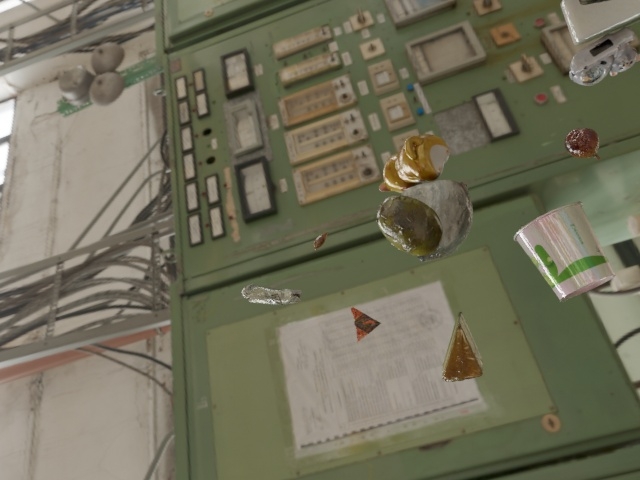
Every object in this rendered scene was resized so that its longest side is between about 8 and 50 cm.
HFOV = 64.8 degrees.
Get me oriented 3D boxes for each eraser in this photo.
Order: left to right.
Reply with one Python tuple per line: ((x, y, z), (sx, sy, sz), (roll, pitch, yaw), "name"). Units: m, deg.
((0.855, -0.667, 1.323), (0.331, 0.331, 0.150), (-42, -70, -82), "eraser")

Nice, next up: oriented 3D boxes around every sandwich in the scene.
((0.352, 0.287, 1.349), (0.163, 0.113, 0.079), (64, -156, -13), "sandwich")

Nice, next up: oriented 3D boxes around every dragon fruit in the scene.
((0.396, -0.059, 1.652), (0.283, 0.203, 0.221), (32, -129, -60), "dragon fruit")

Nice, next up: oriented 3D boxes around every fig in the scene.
((0.986, -0.356, 1.857), (0.119, 0.152, 0.119), (-168, 90, -88), "fig")

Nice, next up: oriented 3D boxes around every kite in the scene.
((0.199, 0.351, 2.139), (0.222, 0.125, 0.008), (-98, 10, -54), "kite")

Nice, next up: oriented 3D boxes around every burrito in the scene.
((-0.157, 0.172, 1.579), (0.064, 0.203, 0.064), (2, -90, -65), "burrito")

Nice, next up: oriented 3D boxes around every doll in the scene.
((0.317, -0.254, 1.714), (0.162, 0.167, 0.269), (35, 153, -3), "doll")

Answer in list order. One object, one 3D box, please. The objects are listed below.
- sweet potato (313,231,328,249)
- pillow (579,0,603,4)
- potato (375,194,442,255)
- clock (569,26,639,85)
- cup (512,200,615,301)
((0.000, 0.000, 1.884), (0.095, 0.034, 0.034), (-51, -46, -35), "sweet potato")
((0.645, -0.639, 1.213), (0.203, 0.038, 0.113), (25, 175, -39), "pillow")
((0.260, -0.039, 1.424), (0.251, 0.149, 0.113), (35, 180, -28), "potato")
((0.788, -0.491, 1.402), (0.117, 0.176, 0.080), (37, -145, -37), "clock")
((0.830, 0.043, 1.702), (0.253, 0.253, 0.274), (53, -167, -68), "cup")
